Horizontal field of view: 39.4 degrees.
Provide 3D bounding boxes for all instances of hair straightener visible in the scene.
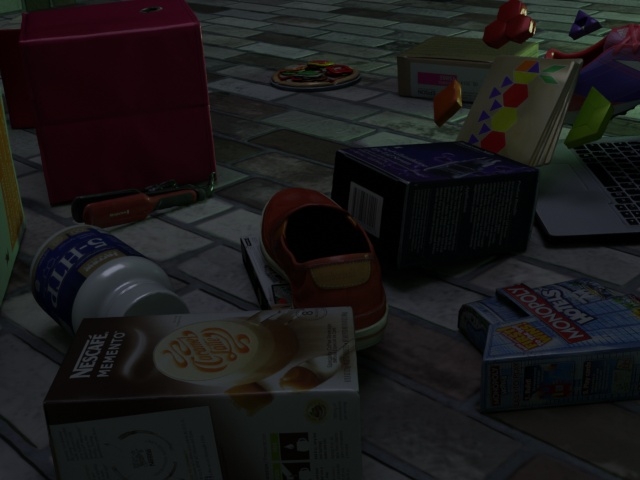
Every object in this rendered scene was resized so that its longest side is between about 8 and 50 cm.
[{"bbox_3d":[-0.255,-0.069,1.301,0.230,0.047,0.089,-21,30,-34],"label":"hair straightener"}]

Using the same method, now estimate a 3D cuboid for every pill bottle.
[{"bbox_3d":[-0.216,0.060,0.929,0.112,0.112,0.186,-20,29,-33],"label":"pill bottle"}]

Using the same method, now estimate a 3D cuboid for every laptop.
[{"bbox_3d":[0.478,-0.183,1.234,0.407,0.237,0.382,-3,23,2],"label":"laptop"}]

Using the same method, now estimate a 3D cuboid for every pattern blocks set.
[{"bbox_3d":[0.279,-0.186,1.263,0.285,0.325,0.026,29,-5,47],"label":"pattern blocks set"}]

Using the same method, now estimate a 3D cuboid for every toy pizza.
[{"bbox_3d":[-0.011,-0.365,1.951,0.201,0.032,0.201,-3,24,1],"label":"toy pizza"}]

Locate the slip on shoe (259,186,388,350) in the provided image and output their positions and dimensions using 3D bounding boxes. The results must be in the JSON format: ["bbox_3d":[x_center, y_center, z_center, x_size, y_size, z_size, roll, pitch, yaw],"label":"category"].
[{"bbox_3d":[0.000,0.000,0.960,0.122,0.101,0.331,-8,23,-7],"label":"slip on shoe"}]

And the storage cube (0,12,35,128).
[{"bbox_3d":[-0.515,-0.342,1.770,0.214,0.193,0.184,-2,24,-1],"label":"storage cube"}]

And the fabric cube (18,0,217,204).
[{"bbox_3d":[-0.321,-0.232,1.417,0.258,0.259,0.254,-9,26,-12],"label":"fabric cube"}]

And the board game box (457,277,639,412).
[{"bbox_3d":[0.218,0.095,0.861,0.194,0.060,0.194,-10,25,-16],"label":"board game box"}]

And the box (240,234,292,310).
[{"bbox_3d":[-0.020,0.042,1.035,0.114,0.036,0.207,-8,24,-11],"label":"box"}]

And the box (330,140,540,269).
[{"bbox_3d":[0.139,-0.049,1.100,0.207,0.108,0.153,-8,24,-32],"label":"box"}]

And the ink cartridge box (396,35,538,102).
[{"bbox_3d":[0.297,-0.346,1.802,0.234,0.088,0.193,12,29,28],"label":"ink cartridge box"}]

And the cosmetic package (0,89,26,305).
[{"bbox_3d":[-0.456,-0.026,1.011,0.161,0.230,0.453,-6,25,-8],"label":"cosmetic package"}]

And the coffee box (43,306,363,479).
[{"bbox_3d":[-0.090,0.135,0.761,0.246,0.098,0.141,-3,24,0],"label":"coffee box"}]

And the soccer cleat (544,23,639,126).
[{"bbox_3d":[0.459,-0.253,1.226,0.318,0.116,0.109,-15,27,42],"label":"soccer cleat"}]
